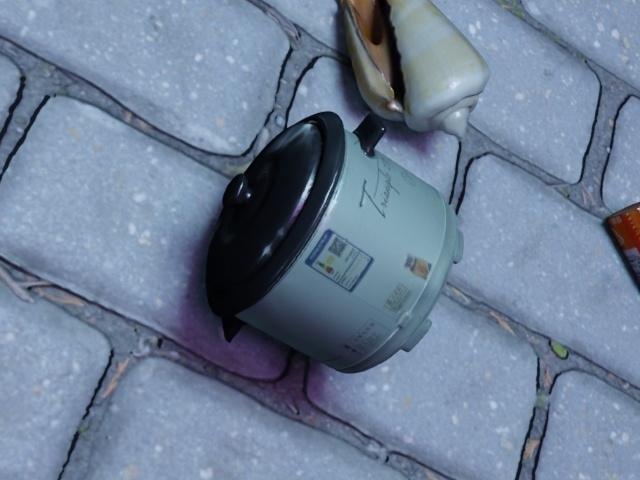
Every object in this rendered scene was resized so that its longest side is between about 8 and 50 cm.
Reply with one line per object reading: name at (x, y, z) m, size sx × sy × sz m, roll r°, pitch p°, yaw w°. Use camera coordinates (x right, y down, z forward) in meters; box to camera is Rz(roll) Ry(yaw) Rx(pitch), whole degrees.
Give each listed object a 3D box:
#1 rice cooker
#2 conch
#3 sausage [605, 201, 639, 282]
rice cooker at (0.000, 0.000, 1.132) m, size 0.227 × 0.241 × 0.280 m, roll 30°, pitch 107°, yaw -22°
conch at (0.113, -0.224, 1.351) m, size 0.158 × 0.127 × 0.255 m, roll -21°, pitch 60°, yaw -4°
sausage at (0.485, 0.072, 1.469) m, size 0.074 × 0.074 × 0.274 m, roll -28°, pitch 89°, yaw -33°
